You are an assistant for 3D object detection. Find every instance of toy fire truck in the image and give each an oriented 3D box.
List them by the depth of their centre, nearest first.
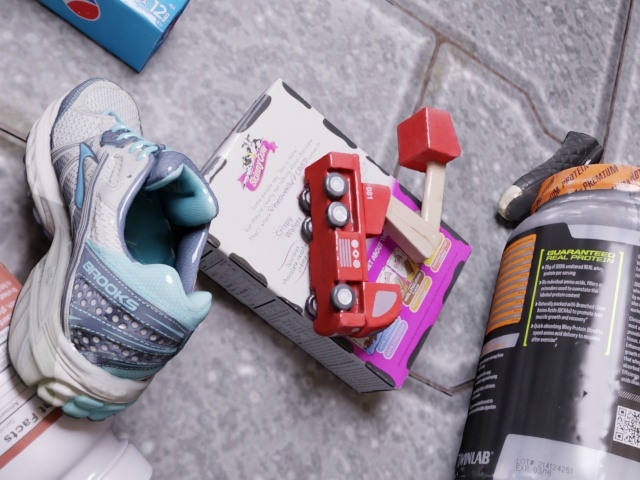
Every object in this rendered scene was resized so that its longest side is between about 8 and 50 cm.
[{"bbox_3d":[0.053,-0.017,0.606,0.135,0.047,0.192,4,74,-29],"label":"toy fire truck"}]

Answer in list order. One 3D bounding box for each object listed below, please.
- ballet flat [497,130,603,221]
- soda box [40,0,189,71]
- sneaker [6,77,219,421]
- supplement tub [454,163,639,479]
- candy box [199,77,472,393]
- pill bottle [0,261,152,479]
[{"bbox_3d":[0.245,-0.069,0.816,0.173,0.057,0.049,-32,51,-32],"label":"ballet flat"},{"bbox_3d":[-0.208,-0.235,0.599,0.210,0.071,0.067,35,60,-15],"label":"soda box"},{"bbox_3d":[-0.122,-0.025,0.506,0.110,0.122,0.283,34,29,-42],"label":"sneaker"},{"bbox_3d":[0.244,0.102,0.673,0.194,0.193,0.316,27,66,-19],"label":"supplement tub"},{"bbox_3d":[0.000,0.000,0.643,0.233,0.071,0.159,40,61,-13],"label":"candy box"},{"bbox_3d":[-0.211,0.098,0.474,0.121,0.121,0.216,-43,98,-30],"label":"pill bottle"}]
